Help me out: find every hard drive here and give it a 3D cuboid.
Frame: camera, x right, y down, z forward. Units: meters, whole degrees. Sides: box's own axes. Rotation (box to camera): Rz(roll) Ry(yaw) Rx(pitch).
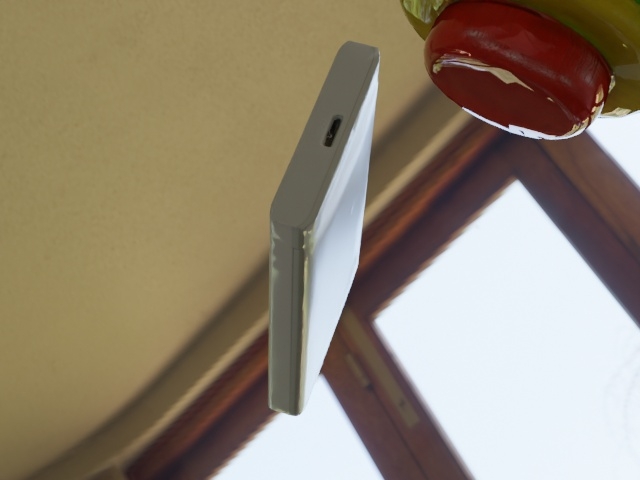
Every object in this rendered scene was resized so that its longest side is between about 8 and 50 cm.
[{"bbox_3d":[0.000,0.000,1.040,0.040,0.203,0.307,16,-35,9],"label":"hard drive"}]

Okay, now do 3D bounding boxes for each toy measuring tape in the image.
[{"bbox_3d":[0.032,-0.125,0.431,0.121,0.330,0.121,-64,-1,-3],"label":"toy measuring tape"}]
